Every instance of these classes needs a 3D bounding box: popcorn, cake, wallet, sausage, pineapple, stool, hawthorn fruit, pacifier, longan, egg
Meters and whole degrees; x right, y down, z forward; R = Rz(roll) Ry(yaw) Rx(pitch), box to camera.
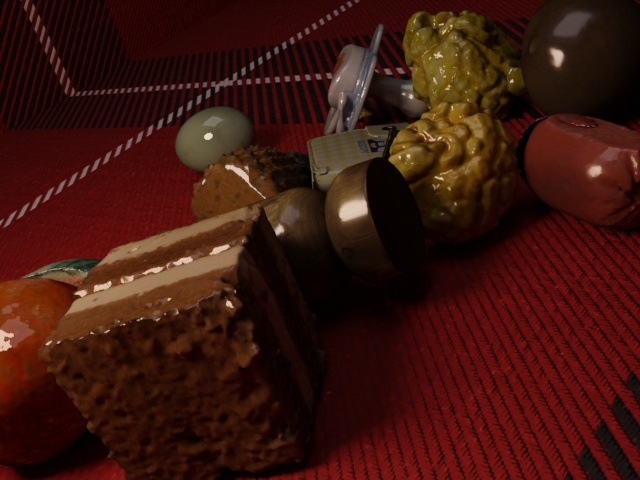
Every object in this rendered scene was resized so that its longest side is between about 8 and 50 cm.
[{"bbox_3d":[0.296,-0.351,1.758,0.242,0.235,0.250,-7,36,-14],"label":"popcorn"},{"bbox_3d":[-0.160,0.134,1.118,0.282,0.255,0.290,-17,22,11],"label":"cake"},{"bbox_3d":[0.133,-0.150,1.560,0.310,0.077,0.223,-3,30,-2],"label":"wallet"},{"bbox_3d":[0.399,-0.110,1.293,0.152,0.152,0.279,-25,25,-9],"label":"sausage"},{"bbox_3d":[-0.086,-0.097,1.592,0.202,0.202,0.362,-8,18,25],"label":"pineapple"},{"bbox_3d":[0.000,0.000,1.289,0.264,0.179,0.179,-18,24,28],"label":"stool"},{"bbox_3d":[-0.415,0.173,1.208,0.284,0.284,0.284,-16,26,8],"label":"hawthorn fruit"},{"bbox_3d":[0.201,-0.109,1.354,0.226,0.203,0.200,-59,28,15],"label":"popcorn"},{"bbox_3d":[0.137,-0.323,1.898,0.233,0.244,0.299,14,46,1],"label":"pacifier"},{"bbox_3d":[0.478,-0.332,1.556,0.258,0.258,0.258,-16,26,8],"label":"longan"},{"bbox_3d":[-0.242,-0.230,1.988,0.192,0.149,0.149,-18,26,8],"label":"egg"}]

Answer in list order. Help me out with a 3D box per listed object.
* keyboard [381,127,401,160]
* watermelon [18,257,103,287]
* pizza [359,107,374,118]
[{"bbox_3d":[0.121,-0.090,1.447,0.067,0.011,0.202,16,76,1],"label":"keyboard"},{"bbox_3d":[-0.364,0.107,1.399,0.256,0.260,0.176,-17,34,48],"label":"watermelon"},{"bbox_3d":[0.083,-0.307,2.046,0.109,0.026,0.123,2,33,34],"label":"pizza"}]
